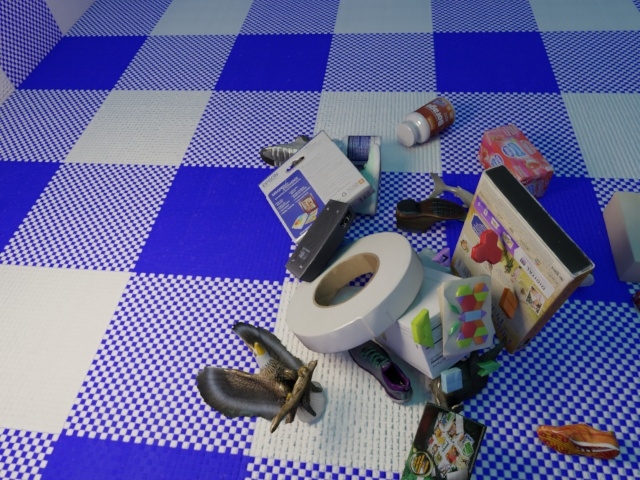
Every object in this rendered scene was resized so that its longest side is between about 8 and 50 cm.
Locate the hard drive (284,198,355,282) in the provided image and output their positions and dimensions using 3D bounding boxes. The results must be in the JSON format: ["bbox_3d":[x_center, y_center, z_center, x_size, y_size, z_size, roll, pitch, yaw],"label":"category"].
[{"bbox_3d":[0.000,0.000,1.341,0.255,0.054,0.172,-56,22,-3],"label":"hard drive"}]

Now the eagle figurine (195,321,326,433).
[{"bbox_3d":[-0.139,0.336,1.152,0.298,0.226,0.226,0,0,43],"label":"eagle figurine"}]

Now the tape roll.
[{"bbox_3d":[0.083,0.127,1.198,0.391,0.072,0.392,-31,21,13],"label":"tape roll"}]

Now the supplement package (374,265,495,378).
[{"bbox_3d":[0.258,0.189,1.150,0.203,0.145,0.261,-29,18,-17],"label":"supplement package"}]

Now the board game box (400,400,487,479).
[{"bbox_3d":[0.252,0.497,0.982,0.136,0.030,0.260,19,85,16],"label":"board game box"}]

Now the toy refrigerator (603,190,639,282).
[{"bbox_3d":[0.931,-0.013,1.352,0.094,0.102,0.270,6,52,10],"label":"toy refrigerator"}]

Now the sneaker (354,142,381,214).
[{"bbox_3d":[0.128,-0.217,1.556,0.150,0.094,0.256,5,75,13],"label":"sneaker"}]

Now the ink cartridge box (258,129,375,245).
[{"bbox_3d":[-0.022,-0.175,1.524,0.303,0.072,0.307,-39,53,7],"label":"ink cartridge box"}]

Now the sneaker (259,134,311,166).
[{"bbox_3d":[-0.114,-0.348,1.735,0.228,0.086,0.132,2,46,-6],"label":"sneaker"}]

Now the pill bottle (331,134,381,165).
[{"bbox_3d":[0.128,-0.328,1.668,0.186,0.112,0.112,2,52,6],"label":"pill bottle"}]

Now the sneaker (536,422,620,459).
[{"bbox_3d":[0.588,0.454,1.052,0.174,0.064,0.067,10,33,7],"label":"sneaker"}]

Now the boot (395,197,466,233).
[{"bbox_3d":[0.346,-0.076,1.462,0.218,0.106,0.082,5,57,2],"label":"boot"}]

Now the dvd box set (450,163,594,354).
[{"bbox_3d":[0.458,0.064,1.119,0.062,0.421,0.308,-20,56,-10],"label":"dvd box set"}]

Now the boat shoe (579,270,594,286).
[{"bbox_3d":[0.636,0.046,1.328,0.304,0.109,0.091,19,61,24],"label":"boat shoe"}]

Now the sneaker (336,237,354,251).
[{"bbox_3d":[0.105,0.023,1.421,0.209,0.069,0.082,3,48,8],"label":"sneaker"}]

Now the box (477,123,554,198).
[{"bbox_3d":[0.658,-0.264,1.558,0.122,0.128,0.257,-14,52,-6],"label":"box"}]

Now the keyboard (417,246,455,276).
[{"bbox_3d":[0.396,0.108,1.365,0.256,0.014,0.072,36,68,29],"label":"keyboard"}]

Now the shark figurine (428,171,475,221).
[{"bbox_3d":[0.486,-0.136,1.485,0.166,0.116,0.278,-22,55,-13],"label":"shark figurine"}]

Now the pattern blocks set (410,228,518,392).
[{"bbox_3d":[0.329,0.165,1.017,0.285,0.325,0.026,-21,13,-19],"label":"pattern blocks set"}]

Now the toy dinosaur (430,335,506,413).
[{"bbox_3d":[0.346,0.336,1.126,0.313,0.161,0.120,-31,18,-32],"label":"toy dinosaur"}]

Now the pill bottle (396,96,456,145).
[{"bbox_3d":[0.399,-0.447,1.731,0.216,0.121,0.121,-33,56,-19],"label":"pill bottle"}]

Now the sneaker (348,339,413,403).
[{"bbox_3d":[0.154,0.310,1.170,0.083,0.098,0.223,-36,57,-21],"label":"sneaker"}]

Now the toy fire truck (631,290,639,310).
[{"bbox_3d":[0.966,0.187,1.225,0.191,0.047,0.135,-8,53,0],"label":"toy fire truck"}]
